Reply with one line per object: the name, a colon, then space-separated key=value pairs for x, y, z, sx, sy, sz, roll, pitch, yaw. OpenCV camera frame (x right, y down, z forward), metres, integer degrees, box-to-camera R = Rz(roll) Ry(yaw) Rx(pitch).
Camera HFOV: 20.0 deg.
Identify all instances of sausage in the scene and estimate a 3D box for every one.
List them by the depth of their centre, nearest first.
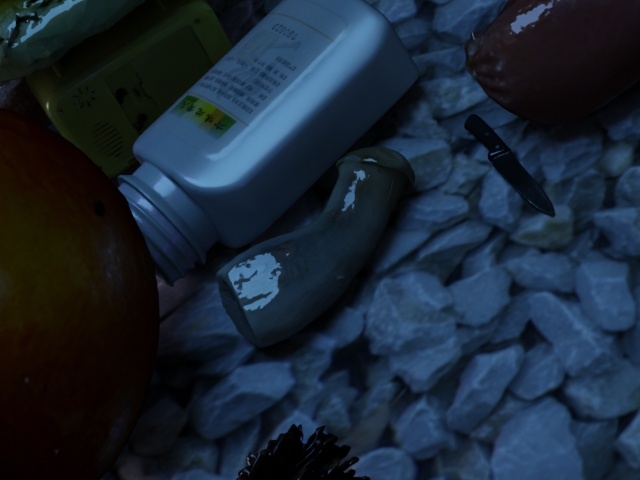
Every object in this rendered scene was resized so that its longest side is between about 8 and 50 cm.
sausage: x=0.253 y=-0.204 z=1.635 sx=0.254 sy=0.148 sz=0.148 roll=-41 pitch=40 yaw=1

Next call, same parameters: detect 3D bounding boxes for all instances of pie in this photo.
pie: x=-0.244 y=-0.288 z=1.900 sx=0.296 sy=0.078 sz=0.371 roll=-17 pitch=28 yaw=22

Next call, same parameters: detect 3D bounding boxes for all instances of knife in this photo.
knife: x=0.172 y=-0.069 z=1.657 sx=0.023 sy=0.010 sz=0.170 roll=-35 pitch=42 yaw=0

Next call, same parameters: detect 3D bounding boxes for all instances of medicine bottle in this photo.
medicine bottle: x=-0.069 y=-0.103 z=1.770 sx=0.324 sy=0.124 sz=0.179 roll=-44 pitch=41 yaw=-12

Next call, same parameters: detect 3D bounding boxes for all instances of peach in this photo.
peach: x=-0.315 y=0.070 z=1.596 sx=0.388 sy=0.388 sz=0.388 roll=-19 pitch=43 yaw=19

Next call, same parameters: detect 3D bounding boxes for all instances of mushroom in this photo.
mushroom: x=0.004 y=0.002 z=1.653 sx=0.092 sy=0.081 sz=0.223 roll=37 pitch=73 yaw=28

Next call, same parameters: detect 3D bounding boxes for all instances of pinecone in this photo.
pinecone: x=-0.019 y=0.216 z=1.429 sx=0.121 sy=0.140 sz=0.140 roll=37 pitch=74 yaw=15

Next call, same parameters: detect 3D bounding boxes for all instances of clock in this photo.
clock: x=-0.192 y=-0.172 z=1.900 sx=0.202 sy=0.143 sz=0.096 roll=-34 pitch=43 yaw=-5

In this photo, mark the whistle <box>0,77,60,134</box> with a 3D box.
whistle: x=-0.380 y=-0.141 z=2.022 sx=0.346 sy=0.134 sz=0.142 roll=-30 pitch=76 yaw=19
